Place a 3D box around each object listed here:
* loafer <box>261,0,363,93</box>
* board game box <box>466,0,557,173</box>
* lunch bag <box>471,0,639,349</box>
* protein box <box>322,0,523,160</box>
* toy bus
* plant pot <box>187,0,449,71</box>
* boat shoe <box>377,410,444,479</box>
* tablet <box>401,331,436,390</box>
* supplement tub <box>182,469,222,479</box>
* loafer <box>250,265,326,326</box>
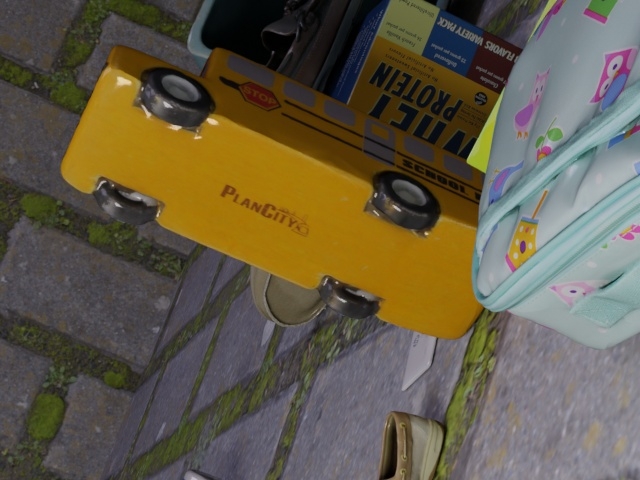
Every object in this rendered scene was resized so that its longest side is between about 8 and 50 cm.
[{"bbox_3d":[-0.028,-0.171,1.266,0.096,0.084,0.267,136,157,-66],"label":"loafer"},{"bbox_3d":[0.174,-0.120,0.905,0.092,0.043,0.181,5,-65,-59],"label":"board game box"},{"bbox_3d":[0.185,-0.074,0.704,0.279,0.108,0.224,-50,19,56],"label":"lunch bag"},{"bbox_3d":[0.065,-0.097,1.256,0.200,0.136,0.201,-68,11,-10],"label":"protein box"},{"bbox_3d":[-0.014,-0.043,0.995,0.108,0.333,0.130,-59,13,31],"label":"toy bus"},{"bbox_3d":[0.016,-0.230,1.536,0.252,0.248,0.247,85,-155,-70],"label":"plant pot"},{"bbox_3d":[0.051,0.185,0.962,0.050,0.045,0.135,-51,18,54],"label":"boat shoe"},{"bbox_3d":[0.086,0.081,1.121,0.054,0.006,0.083,-53,17,52],"label":"tablet"},{"bbox_3d":[-0.141,0.322,1.526,0.107,0.071,0.071,-66,11,-5],"label":"supplement tub"},{"bbox_3d":[0.000,0.000,1.454,0.092,0.102,0.268,-113,38,-47],"label":"loafer"}]
